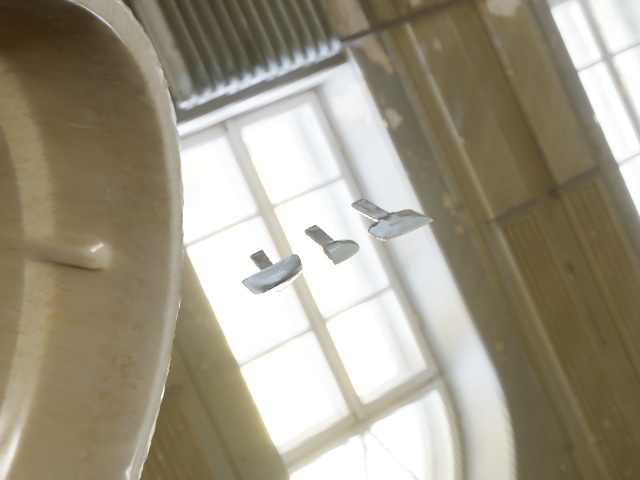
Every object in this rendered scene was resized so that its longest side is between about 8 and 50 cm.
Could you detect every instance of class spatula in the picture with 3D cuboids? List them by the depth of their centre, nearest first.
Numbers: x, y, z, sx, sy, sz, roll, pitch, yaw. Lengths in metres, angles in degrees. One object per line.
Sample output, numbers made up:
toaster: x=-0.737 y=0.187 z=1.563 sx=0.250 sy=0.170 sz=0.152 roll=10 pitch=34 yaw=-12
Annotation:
spatula: x=0.000 y=0.000 z=1.016 sx=0.168 sy=0.019 sz=0.242 roll=-27 pitch=-169 yaw=-5

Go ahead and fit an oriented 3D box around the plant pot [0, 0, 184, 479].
plant pot: x=-0.256 y=0.037 z=0.399 sx=0.306 sy=0.333 sz=0.334 roll=14 pitch=-168 yaw=13
